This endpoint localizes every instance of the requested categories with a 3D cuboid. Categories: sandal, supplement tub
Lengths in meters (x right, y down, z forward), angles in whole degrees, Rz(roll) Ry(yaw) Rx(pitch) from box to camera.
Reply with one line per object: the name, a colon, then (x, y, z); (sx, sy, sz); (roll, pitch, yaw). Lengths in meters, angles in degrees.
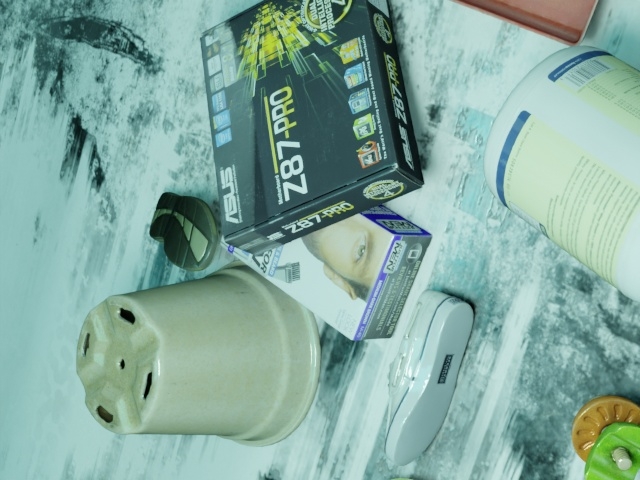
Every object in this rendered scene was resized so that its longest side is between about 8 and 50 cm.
sandal: (-0.231, -0.021, 1.992); (0.120, 0.086, 0.303); (-64, 25, 4)
supplement tub: (0.385, -0.068, 1.344); (0.325, 0.235, 0.235); (42, 116, 35)

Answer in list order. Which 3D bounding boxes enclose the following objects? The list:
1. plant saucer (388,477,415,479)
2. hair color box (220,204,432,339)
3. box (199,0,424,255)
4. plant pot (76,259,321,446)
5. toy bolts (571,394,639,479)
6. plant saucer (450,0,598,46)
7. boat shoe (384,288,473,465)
plant saucer: (0.147, 0.482, 1.690); (0.241, 0.037, 0.240); (-1, 89, 43)
hair color box: (0.000, 0.000, 1.785); (0.339, 0.110, 0.185); (32, 110, 36)
box: (-0.023, -0.212, 1.728); (0.318, 0.097, 0.394); (-22, 63, 29)
plant pot: (-0.224, 0.195, 1.852); (0.334, 0.305, 0.333); (-1, 88, 43)
toy bolts: (0.388, 0.332, 1.441); (0.218, 0.158, 0.228); (33, 105, -5)
plant saucer: (0.314, -0.425, 1.541); (0.258, 0.048, 0.259); (32, 110, 38)
boat shoe: (0.143, 0.203, 1.660); (0.088, 0.096, 0.267); (26, 106, 44)
